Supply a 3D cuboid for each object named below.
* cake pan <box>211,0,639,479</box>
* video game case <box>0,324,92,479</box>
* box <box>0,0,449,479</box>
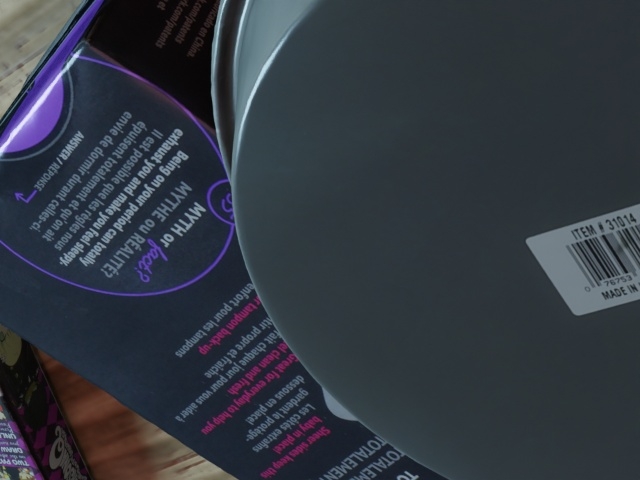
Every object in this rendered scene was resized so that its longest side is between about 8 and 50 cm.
[{"bbox_3d":[0.099,-0.009,0.500,0.293,0.054,0.293,10,133,11],"label":"cake pan"},{"bbox_3d":[-0.263,0.084,0.935,0.232,0.042,0.210,1,131,21],"label":"video game case"},{"bbox_3d":[0.000,0.000,0.682,0.270,0.143,0.165,36,133,-13],"label":"box"}]
